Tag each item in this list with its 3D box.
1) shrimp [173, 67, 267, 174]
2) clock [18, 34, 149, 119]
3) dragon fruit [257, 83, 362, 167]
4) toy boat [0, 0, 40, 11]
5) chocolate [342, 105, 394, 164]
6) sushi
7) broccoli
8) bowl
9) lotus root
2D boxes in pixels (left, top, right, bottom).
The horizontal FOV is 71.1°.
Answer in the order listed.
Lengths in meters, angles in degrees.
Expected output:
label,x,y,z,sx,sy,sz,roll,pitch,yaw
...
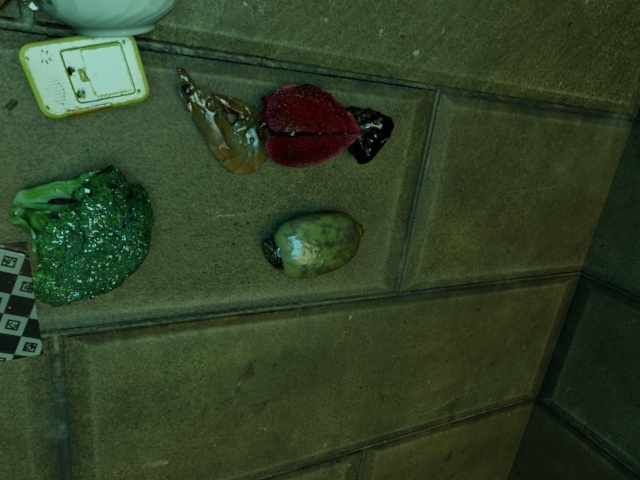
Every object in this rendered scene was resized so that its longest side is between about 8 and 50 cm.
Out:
label,x,y,z,sx,sy,sz,roll,pitch,yaw
shrimp,-0.214,-0.281,1.032,0.152,0.063,0.287,-39,127,-11
clock,-0.449,-0.323,0.869,0.202,0.096,0.144,-18,121,-19
dragon fruit,-0.052,-0.265,1.070,0.261,0.163,0.189,-8,128,-34
toy boat,-0.579,-0.479,0.750,0.088,0.068,0.226,-45,124,0
chocolate,0.092,-0.290,1.161,0.133,0.156,0.156,29,96,-17
sushi,-0.749,0.159,0.943,0.263,0.050,0.290,-7,113,-26
broccoli,-0.477,-0.011,0.910,0.274,0.308,0.308,15,106,3
bowl,-0.368,-0.438,0.771,0.276,0.277,0.145,-17,130,-21
lotus root,0.000,0.000,1.221,0.309,0.173,0.173,-16,118,-30
